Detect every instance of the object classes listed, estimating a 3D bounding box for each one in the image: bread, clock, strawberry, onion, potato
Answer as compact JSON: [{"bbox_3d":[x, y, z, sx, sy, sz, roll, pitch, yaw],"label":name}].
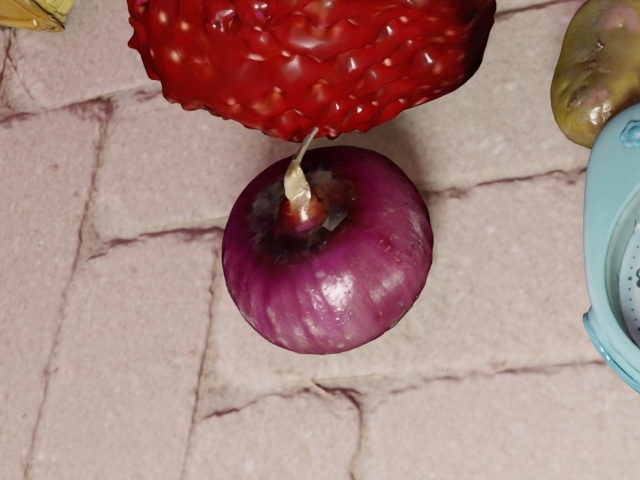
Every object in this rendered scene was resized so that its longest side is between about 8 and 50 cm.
[{"bbox_3d":[-0.336,-0.294,1.612,0.190,0.132,0.114,19,76,34],"label":"bread"},{"bbox_3d":[0.294,0.023,1.056,0.223,0.094,0.274,-4,64,32],"label":"clock"},{"bbox_3d":[0.007,-0.225,1.185,0.345,0.317,0.295,164,125,-74],"label":"strawberry"},{"bbox_3d":[0.004,0.006,1.214,0.177,0.153,0.177,-4,81,27],"label":"onion"},{"bbox_3d":[0.230,-0.134,1.197,0.091,0.070,0.138,7,67,37],"label":"potato"}]
